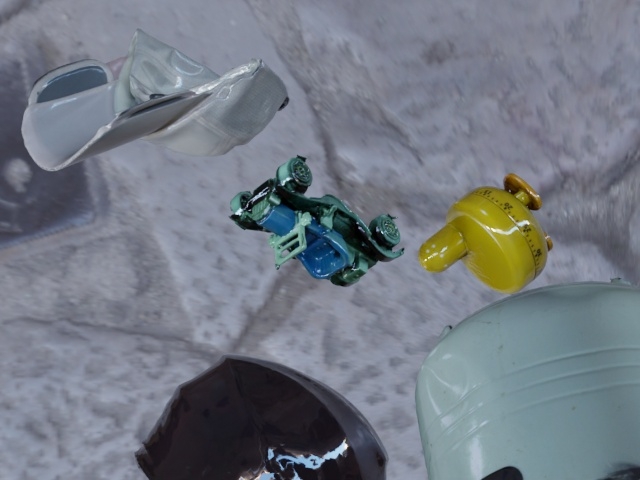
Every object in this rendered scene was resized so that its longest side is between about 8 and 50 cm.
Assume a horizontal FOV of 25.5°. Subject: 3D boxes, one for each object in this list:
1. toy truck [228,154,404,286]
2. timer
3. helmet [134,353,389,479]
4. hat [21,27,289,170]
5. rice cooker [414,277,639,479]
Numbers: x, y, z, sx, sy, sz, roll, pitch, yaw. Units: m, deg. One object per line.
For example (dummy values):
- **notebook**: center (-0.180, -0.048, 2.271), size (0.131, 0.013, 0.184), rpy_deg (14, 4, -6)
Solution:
- **toy truck**: center (-0.001, -0.001, 1.243), size (0.080, 0.154, 0.078), rpy_deg (-33, 40, 34)
- **timer**: center (0.157, 0.004, 1.333), size (0.109, 0.107, 0.107), rpy_deg (-36, 77, -20)
- **helmet**: center (-0.034, 0.229, 1.500), size (0.305, 0.225, 0.177), rpy_deg (22, 81, -4)
- **hat**: center (-0.161, -0.112, 1.396), size (0.226, 0.164, 0.219), rpy_deg (-47, 37, -16)
- **rice cooker**: center (0.181, 0.167, 0.978), size (0.226, 0.226, 0.244), rpy_deg (-20, 54, 9)
